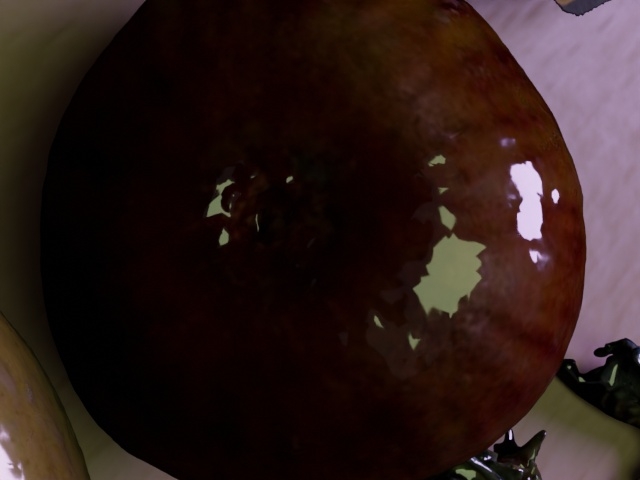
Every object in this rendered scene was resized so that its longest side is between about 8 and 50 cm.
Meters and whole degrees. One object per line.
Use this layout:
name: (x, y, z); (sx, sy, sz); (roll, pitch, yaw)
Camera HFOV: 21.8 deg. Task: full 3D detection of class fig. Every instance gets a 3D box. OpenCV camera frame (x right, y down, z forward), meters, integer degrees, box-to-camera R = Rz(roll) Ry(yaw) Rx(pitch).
fig: (-0.006, -0.003, 0.707); (0.235, 0.214, 0.235); (-2, 105, -6)

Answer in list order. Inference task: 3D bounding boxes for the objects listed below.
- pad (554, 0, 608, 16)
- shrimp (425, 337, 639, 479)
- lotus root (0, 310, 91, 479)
pad: (0.117, -0.298, 0.764); (0.315, 0.063, 0.375); (-32, 109, -54)
shrimp: (0.150, 0.134, 0.870); (0.289, 0.075, 0.178); (42, 63, -23)
lotus root: (-0.154, 0.119, 0.629); (0.151, 0.169, 0.342); (-13, 100, -12)
